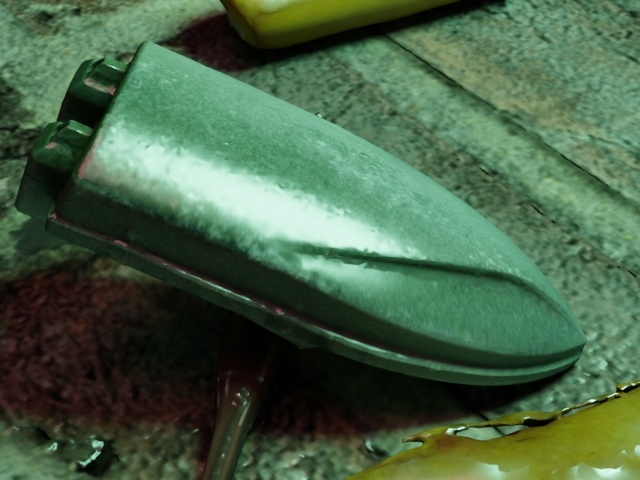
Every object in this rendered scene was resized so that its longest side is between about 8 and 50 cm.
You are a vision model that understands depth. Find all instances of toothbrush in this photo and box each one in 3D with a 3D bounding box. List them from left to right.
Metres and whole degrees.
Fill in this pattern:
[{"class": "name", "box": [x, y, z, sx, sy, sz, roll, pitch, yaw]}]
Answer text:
[{"class": "toothbrush", "box": [-0.033, 0.044, 0.889, 0.041, 0.041, 0.364, 5, 40, 9]}]

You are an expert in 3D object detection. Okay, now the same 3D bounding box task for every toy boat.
[{"class": "toy boat", "box": [0.000, 0.000, 0.858, 0.319, 0.092, 0.141, 24, 41, -5]}]

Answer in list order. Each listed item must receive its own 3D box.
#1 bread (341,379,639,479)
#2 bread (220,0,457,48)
[{"class": "bread", "box": [0.107, 0.184, 0.612, 0.277, 0.167, 0.324, -19, 41, -19]}, {"class": "bread", "box": [0.035, -0.198, 1.151, 0.239, 0.074, 0.092, -18, 58, -15]}]
